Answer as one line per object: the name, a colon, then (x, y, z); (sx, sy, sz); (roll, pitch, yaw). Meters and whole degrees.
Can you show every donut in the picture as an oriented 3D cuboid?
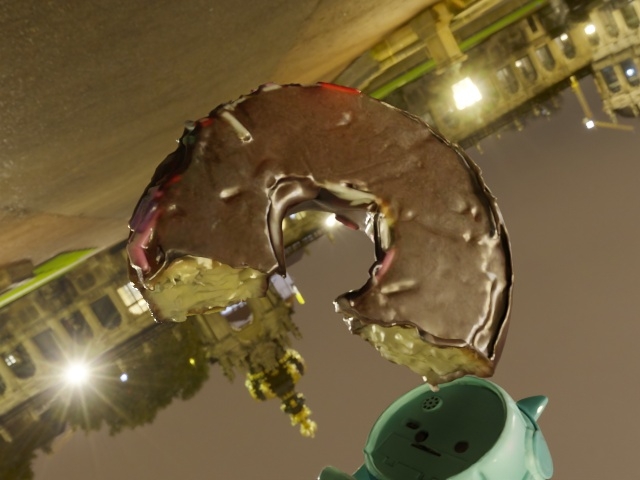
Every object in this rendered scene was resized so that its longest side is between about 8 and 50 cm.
donut: (0.008, -0.019, 0.542); (0.136, 0.345, 0.259); (117, -15, -61)

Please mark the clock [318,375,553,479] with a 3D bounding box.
clock: (0.148, 0.255, 0.675); (0.274, 0.094, 0.224); (-39, -160, -30)
